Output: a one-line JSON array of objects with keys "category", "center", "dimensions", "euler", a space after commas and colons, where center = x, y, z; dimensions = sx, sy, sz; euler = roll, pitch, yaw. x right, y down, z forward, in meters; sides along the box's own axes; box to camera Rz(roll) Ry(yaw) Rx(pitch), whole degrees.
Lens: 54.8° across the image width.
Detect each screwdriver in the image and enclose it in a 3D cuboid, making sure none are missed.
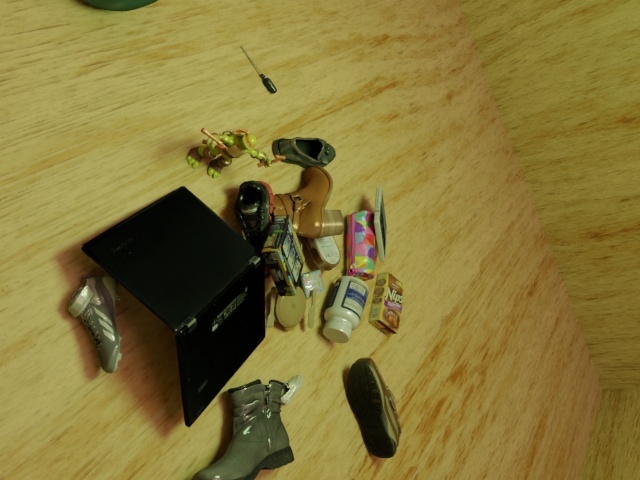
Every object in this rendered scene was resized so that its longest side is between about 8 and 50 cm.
[{"category": "screwdriver", "center": [-0.190, -0.513, 1.867], "dimensions": [0.025, 0.024, 0.170], "euler": [-49, 113, -13]}]

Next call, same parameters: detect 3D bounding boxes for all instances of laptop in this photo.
[{"category": "laptop", "center": [-0.318, 0.138, 1.471], "dimensions": [0.382, 0.236, 0.408], "euler": [-47, 143, -56]}]

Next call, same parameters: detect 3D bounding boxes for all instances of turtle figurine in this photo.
[{"category": "turtle figurine", "center": [-0.239, -0.235, 1.565], "dimensions": [0.269, 0.217, 0.087], "euler": [10, 72, -48]}]

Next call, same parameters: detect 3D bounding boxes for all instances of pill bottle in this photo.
[{"category": "pill bottle", "center": [0.073, 0.212, 1.883], "dimensions": [0.112, 0.112, 0.187], "euler": [47, 48, -31]}]

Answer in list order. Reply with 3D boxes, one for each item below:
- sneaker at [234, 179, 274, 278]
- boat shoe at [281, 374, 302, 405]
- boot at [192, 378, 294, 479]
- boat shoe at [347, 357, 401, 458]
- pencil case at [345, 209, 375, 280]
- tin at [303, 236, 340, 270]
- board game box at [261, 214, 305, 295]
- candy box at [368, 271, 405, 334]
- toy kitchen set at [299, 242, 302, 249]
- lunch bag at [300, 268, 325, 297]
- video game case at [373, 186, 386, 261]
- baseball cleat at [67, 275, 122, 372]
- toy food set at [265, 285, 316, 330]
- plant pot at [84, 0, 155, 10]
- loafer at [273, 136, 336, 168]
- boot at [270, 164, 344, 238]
[{"category": "sneaker", "center": [-0.174, -0.038, 1.652], "dimensions": [0.135, 0.097, 0.276], "euler": [40, 43, -73]}, {"category": "boat shoe", "center": [-0.086, 0.404, 1.701], "dimensions": [0.035, 0.035, 0.100], "euler": [57, 49, -25]}, {"category": "boot", "center": [-0.201, 0.465, 1.502], "dimensions": [0.338, 0.118, 0.223], "euler": [4, 73, -60]}, {"category": "boat shoe", "center": [0.173, 0.510, 1.921], "dimensions": [0.120, 0.122, 0.324], "euler": [-32, 112, -55]}, {"category": "pencil case", "center": [0.131, 0.019, 2.022], "dimensions": [0.104, 0.104, 0.237], "euler": [24, 60, -44]}, {"category": "tin", "center": [0.000, 0.000, 1.887], "dimensions": [0.106, 0.040, 0.190], "euler": [-7, 71, -55]}, {"category": "board game box", "center": [-0.096, 0.040, 1.633], "dimensions": [0.141, 0.048, 0.170], "euler": [-77, 157, -45]}, {"category": "candy box", "center": [0.230, 0.215, 2.115], "dimensions": [0.109, 0.053, 0.187], "euler": [38, 51, -35]}, {"category": "toy kitchen set", "center": [-0.084, 0.037, 1.789], "dimensions": [0.068, 0.083, 0.075], "euler": [1, 74, -7]}, {"category": "lunch bag", "center": [-0.031, 0.128, 1.834], "dimensions": [0.083, 0.053, 0.071], "euler": [-20, 97, -60]}, {"category": "video game case", "center": [0.204, -0.054, 2.099], "dimensions": [0.173, 0.022, 0.190], "euler": [-81, 165, -44]}, {"category": "baseball cleat", "center": [-0.475, 0.176, 1.293], "dimensions": [0.109, 0.072, 0.206], "euler": [8, 64, -41]}, {"category": "toy food set", "center": [-0.090, 0.187, 1.736], "dimensions": [0.192, 0.038, 0.133], "euler": [11, 84, -50]}, {"category": "plant pot", "center": [-0.465, -0.668, 1.415], "dimensions": [0.293, 0.235, 0.293], "euler": [18, 66, -47]}, {"category": "loafer", "center": [-0.028, -0.278, 1.931], "dimensions": [0.267, 0.084, 0.096], "euler": [-4, 82, -50]}, {"category": "boot", "center": [-0.069, -0.119, 1.835], "dimensions": [0.220, 0.109, 0.284], "euler": [-1, 56, -22]}]
